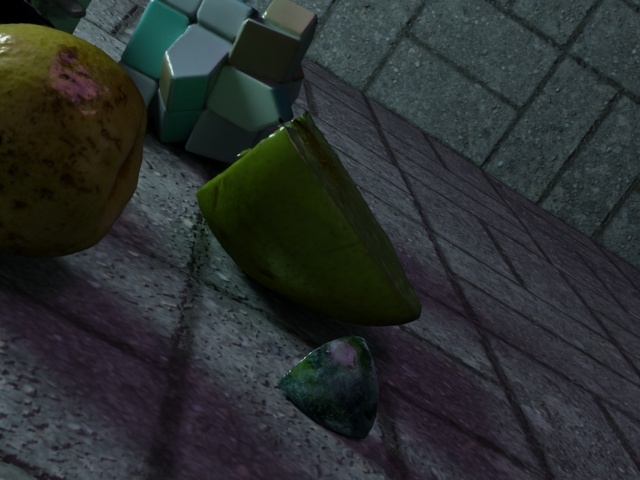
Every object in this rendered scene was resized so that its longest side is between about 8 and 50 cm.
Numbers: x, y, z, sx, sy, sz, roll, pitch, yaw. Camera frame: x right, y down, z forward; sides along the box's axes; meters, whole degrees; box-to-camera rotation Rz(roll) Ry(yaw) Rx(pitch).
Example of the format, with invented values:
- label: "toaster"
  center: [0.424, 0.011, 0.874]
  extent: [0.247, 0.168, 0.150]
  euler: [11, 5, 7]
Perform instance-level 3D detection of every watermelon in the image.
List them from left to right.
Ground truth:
- label: "watermelon"
  center: [0.011, 0.125, 0.880]
  extent: [0.085, 0.085, 0.061]
  euler: [31, -15, -13]

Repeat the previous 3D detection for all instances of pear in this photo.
- label: "pear"
  center: [-0.212, -0.074, 0.769]
  extent: [0.178, 0.178, 0.178]
  euler: [32, 14, -9]
- label: "pear"
  center: [-0.003, 0.003, 1.071]
  extent: [0.239, 0.139, 0.288]
  euler: [48, 9, -5]

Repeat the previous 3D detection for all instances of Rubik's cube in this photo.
- label: "Rubik's cube"
  center: [-0.115, -0.212, 1.335]
  extent: [0.213, 0.224, 0.265]
  euler: [31, 9, 6]

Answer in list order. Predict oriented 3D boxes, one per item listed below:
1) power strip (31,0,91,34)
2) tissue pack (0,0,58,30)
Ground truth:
- label: "power strip"
  center: [-0.349, -0.296, 1.253]
  extent: [0.224, 0.139, 0.140]
  euler: [38, 14, 16]
- label: "tissue pack"
  center: [-0.388, -0.219, 0.921]
  extent: [0.245, 0.123, 0.332]
  euler: [49, 16, 32]
